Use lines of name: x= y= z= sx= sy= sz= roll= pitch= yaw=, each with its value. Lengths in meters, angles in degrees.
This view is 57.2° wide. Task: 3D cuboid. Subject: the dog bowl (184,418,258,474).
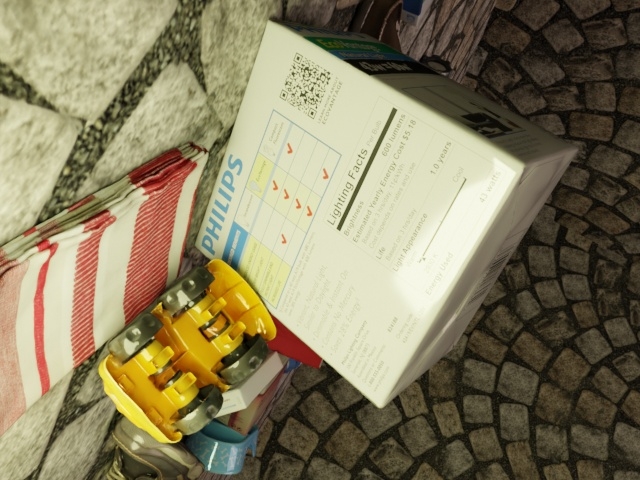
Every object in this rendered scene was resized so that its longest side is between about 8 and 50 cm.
dog bowl: x=-0.257 y=0.528 z=1.559 sx=0.297 sy=0.166 sz=0.074 roll=34 pitch=73 yaw=-80

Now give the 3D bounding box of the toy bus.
toy bus: x=-0.202 y=0.153 z=0.770 sx=0.211 sy=0.149 sz=0.220 roll=-26 pitch=-166 yaw=43

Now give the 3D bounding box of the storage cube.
storage cube: x=-0.048 y=0.142 z=1.303 sx=0.183 sy=0.193 sz=0.215 roll=105 pitch=7 yaw=-55

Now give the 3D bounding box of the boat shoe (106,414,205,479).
boat shoe: x=-0.298 y=0.403 z=1.039 sx=0.130 sy=0.132 sz=0.355 roll=-46 pitch=157 yaw=-22

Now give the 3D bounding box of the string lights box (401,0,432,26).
string lights box: x=0.181 y=-0.509 z=1.008 sx=0.133 sy=0.077 sz=0.260 roll=-59 pitch=170 yaw=-12

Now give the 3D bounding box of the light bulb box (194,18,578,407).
light bulb box: x=0.067 y=-0.051 z=0.793 sx=0.225 sy=0.361 sz=0.358 roll=-18 pitch=139 yaw=-52

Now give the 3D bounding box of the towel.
towel: x=-0.235 y=0.048 z=0.621 sx=0.329 sy=0.037 sz=0.237 roll=-49 pitch=166 yaw=-51

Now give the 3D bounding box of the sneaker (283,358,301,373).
sneaker: x=-0.138 y=0.348 z=1.809 sx=0.147 sy=0.130 sz=0.330 roll=-41 pitch=160 yaw=-22

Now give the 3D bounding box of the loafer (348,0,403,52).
loafer: x=0.127 y=-0.274 z=1.087 sx=0.134 sy=0.130 sz=0.366 roll=-51 pitch=149 yaw=-45

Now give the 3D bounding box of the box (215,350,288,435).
box: x=-0.183 y=0.363 z=1.522 sx=0.148 sy=0.127 sz=0.232 roll=-47 pitch=164 yaw=-53

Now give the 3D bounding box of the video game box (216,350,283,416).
video game box: x=-0.199 y=0.313 z=1.235 sx=0.187 sy=0.048 sz=0.205 roll=-19 pitch=-175 yaw=20

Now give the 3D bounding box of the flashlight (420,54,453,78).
flashlight: x=0.315 y=-0.428 z=1.850 sx=0.103 sy=0.103 sz=0.304 roll=-53 pitch=167 yaw=-44
